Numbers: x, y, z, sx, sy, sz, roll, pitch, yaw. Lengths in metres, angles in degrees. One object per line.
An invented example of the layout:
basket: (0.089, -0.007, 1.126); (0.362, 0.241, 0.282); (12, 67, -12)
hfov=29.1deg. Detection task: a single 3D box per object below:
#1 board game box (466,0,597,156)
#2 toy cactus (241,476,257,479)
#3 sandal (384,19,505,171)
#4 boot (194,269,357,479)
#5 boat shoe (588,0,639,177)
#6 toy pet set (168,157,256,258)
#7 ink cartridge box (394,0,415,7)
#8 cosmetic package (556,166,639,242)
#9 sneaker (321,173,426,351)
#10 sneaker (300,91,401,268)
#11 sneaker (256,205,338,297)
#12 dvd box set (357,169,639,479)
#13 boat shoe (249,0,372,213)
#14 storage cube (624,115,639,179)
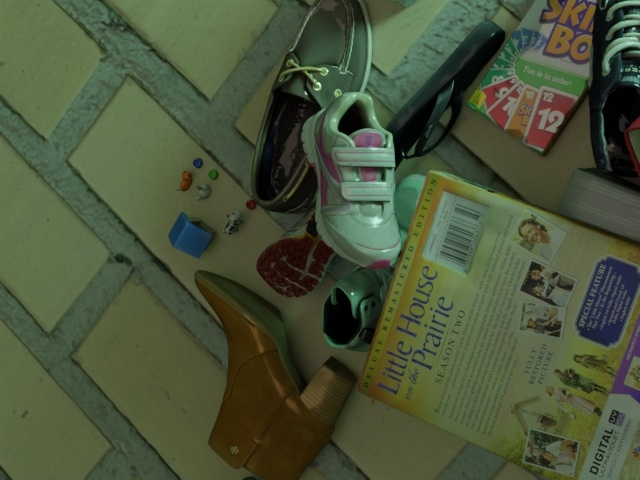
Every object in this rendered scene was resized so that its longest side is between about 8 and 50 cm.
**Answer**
board game box: (0.312, -0.250, 1.593); (0.124, 0.039, 0.259); (37, 102, 16)
toy cactus: (-0.095, 0.456, 1.754); (0.180, 0.112, 0.219); (-27, 90, 31)
sandal: (0.158, -0.177, 1.623); (0.054, 0.097, 0.254); (44, 106, 16)
boot: (-0.110, 0.201, 1.742); (0.295, 0.104, 0.211); (38, 104, 13)
boat shoe: (0.384, -0.235, 1.466); (0.127, 0.158, 0.340); (1, 101, 16)
toy pet set: (-0.177, -0.043, 1.783); (0.122, 0.065, 0.114); (36, 104, 18)
ink cartridge box: (0.133, -0.394, 1.632); (0.143, 0.090, 0.092); (-37, 78, 20)
cosmetic package: (0.342, 0.039, 1.552); (0.127, 0.107, 0.238); (26, 104, 21)
sneaker: (0.082, 0.034, 1.632); (0.094, 0.151, 0.256); (22, 98, 22)
sneaker: (0.045, -0.084, 1.560); (0.111, 0.103, 0.252); (122, 137, -54)
sneaker: (0.000, 0.000, 1.709); (0.088, 0.093, 0.225); (48, 124, -6)
dvd box set: (0.277, 0.124, 1.495); (0.420, 0.062, 0.307); (21, 101, 24)
boat shoe: (-0.017, -0.193, 1.696); (0.116, 0.097, 0.324); (21, 99, 21)
storage cube: (0.480, -0.097, 1.353); (0.215, 0.193, 0.183); (-6, 116, 46)
